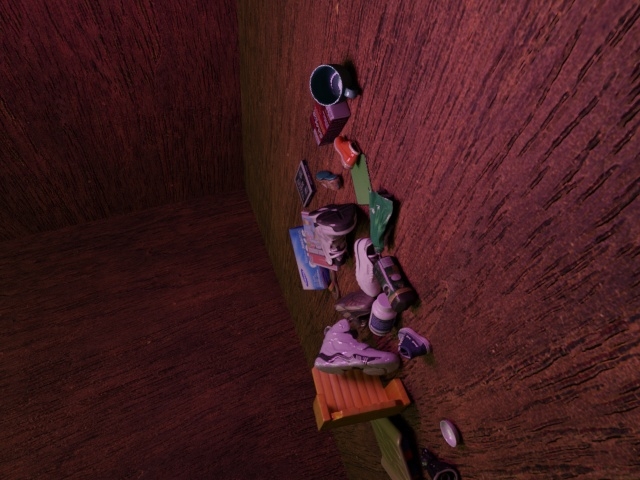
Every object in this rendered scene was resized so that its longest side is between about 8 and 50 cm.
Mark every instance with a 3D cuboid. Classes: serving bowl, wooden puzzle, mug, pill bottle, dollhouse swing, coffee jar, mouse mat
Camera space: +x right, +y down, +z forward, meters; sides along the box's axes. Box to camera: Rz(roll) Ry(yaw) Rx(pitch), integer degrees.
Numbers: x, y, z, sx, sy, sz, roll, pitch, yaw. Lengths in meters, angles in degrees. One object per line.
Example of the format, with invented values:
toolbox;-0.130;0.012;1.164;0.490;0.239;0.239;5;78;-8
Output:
serving bowl;0.428;0.627;1.357;0.083;0.027;0.083;165;90;-73
wooden puzzle;0.329;0.922;1.841;0.322;0.081;0.347;-159;53;-70
mug;0.052;-0.517;1.401;0.129;0.097;0.157;-37;88;42
pill bottle;0.236;0.273;1.547;0.169;0.094;0.094;92;156;-46
dollhouse swing;0.139;0.595;1.742;0.315;0.347;0.304;99;162;-56
coffee jar;0.251;0.149;1.411;0.096;0.079;0.184;104;148;-53
mouse mat;0.150;-0.222;1.534;0.153;0.007;0.189;-167;62;-71

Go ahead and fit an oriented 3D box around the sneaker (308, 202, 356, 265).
sneaker;0.085;-0.012;1.738;0.447;0.169;0.257;-146;34;-77

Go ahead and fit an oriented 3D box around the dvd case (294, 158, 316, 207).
dvd case;-0.084;-0.296;2.194;0.238;0.030;0.179;127;126;-69

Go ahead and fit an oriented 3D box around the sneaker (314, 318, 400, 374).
sneaker;0.154;0.439;1.729;0.137;0.366;0.210;51;-141;-43

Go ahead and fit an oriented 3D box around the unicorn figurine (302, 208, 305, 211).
unicorn figurine;-0.069;-0.085;2.308;0.111;0.060;0.161;108;159;-63

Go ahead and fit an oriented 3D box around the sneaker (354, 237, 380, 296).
sneaker;0.190;0.106;1.574;0.095;0.090;0.234;7;113;62

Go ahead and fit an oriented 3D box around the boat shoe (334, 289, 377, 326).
boat shoe;0.173;0.289;1.764;0.130;0.132;0.355;52;166;-1

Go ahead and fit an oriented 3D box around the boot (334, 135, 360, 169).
boot;0.101;-0.343;1.519;0.084;0.059;0.157;-60;41;44

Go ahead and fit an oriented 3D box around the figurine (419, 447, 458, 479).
figurine;0.434;0.882;1.493;0.209;0.093;0.214;139;113;-81

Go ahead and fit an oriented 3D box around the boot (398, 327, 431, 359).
boot;0.297;0.355;1.435;0.190;0.086;0.069;180;75;-73

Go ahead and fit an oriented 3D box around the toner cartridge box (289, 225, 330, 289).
toner cartridge box;-0.053;0.090;2.245;0.165;0.075;0.347;-8;98;45

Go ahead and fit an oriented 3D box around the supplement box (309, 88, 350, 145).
supplement box;0.030;-0.472;1.582;0.239;0.073;0.130;134;119;-72

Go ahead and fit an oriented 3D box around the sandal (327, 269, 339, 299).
sandal;0.059;0.226;2.162;0.072;0.049;0.180;-152;48;-68

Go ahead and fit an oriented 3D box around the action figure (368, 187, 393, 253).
action figure;0.204;-0.056;1.406;0.137;0.064;0.232;-130;33;-51

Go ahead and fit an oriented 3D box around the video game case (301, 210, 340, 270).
video game case;0.000;0.000;2.060;0.204;0.025;0.284;13;119;45

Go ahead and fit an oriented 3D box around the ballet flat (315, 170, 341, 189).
ballet flat;0.035;-0.253;1.783;0.067;0.073;0.206;66;172;-23
